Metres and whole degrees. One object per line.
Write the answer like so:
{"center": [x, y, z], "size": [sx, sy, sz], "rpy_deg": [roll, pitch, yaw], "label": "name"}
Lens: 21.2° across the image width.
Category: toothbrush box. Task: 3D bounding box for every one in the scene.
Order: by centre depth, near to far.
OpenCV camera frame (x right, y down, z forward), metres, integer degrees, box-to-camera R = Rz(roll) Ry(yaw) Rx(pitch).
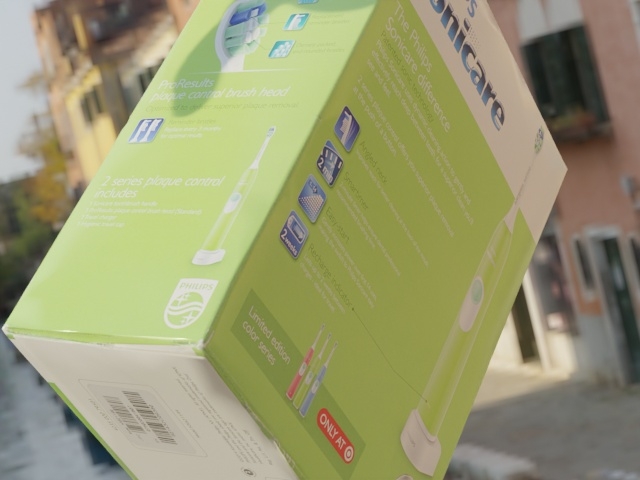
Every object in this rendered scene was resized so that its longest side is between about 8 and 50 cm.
{"center": [0.000, 0.000, 0.859], "size": [0.122, 0.206, 0.283], "rpy_deg": [3, 52, 35], "label": "toothbrush box"}
